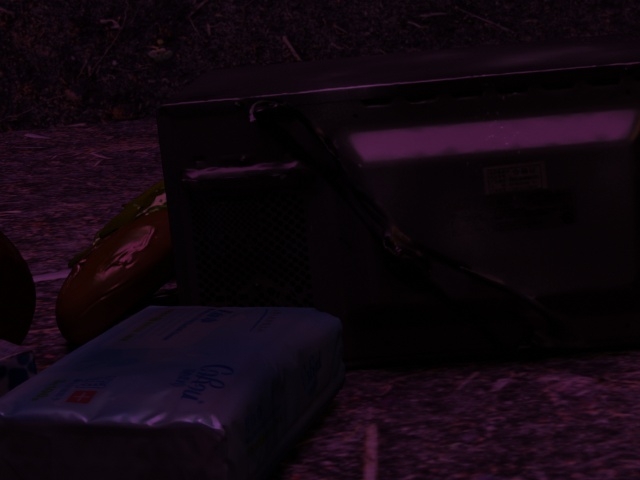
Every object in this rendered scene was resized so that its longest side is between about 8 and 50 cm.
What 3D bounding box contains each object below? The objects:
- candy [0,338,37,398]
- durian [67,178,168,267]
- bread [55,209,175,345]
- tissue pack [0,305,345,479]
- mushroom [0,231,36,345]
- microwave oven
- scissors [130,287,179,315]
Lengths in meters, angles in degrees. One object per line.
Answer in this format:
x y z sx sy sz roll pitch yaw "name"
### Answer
-0.273 0.112 0.975 0.073 0.092 0.160 -14 16 -42 "candy"
-0.167 -0.013 1.525 0.139 0.101 0.250 -41 -11 35 "durian"
-0.185 0.027 1.264 0.189 0.077 0.114 -44 -4 -37 "bread"
-0.101 0.110 0.910 0.177 0.089 0.263 0 14 17 "tissue pack"
-0.371 0.046 1.123 0.253 0.153 0.253 -11 -14 -3 "mushroom"
0.100 -0.044 1.190 0.432 0.236 0.374 -5 11 5 "microwave oven"
-0.136 0.047 1.406 0.088 0.017 0.220 -3 12 30 "scissors"
